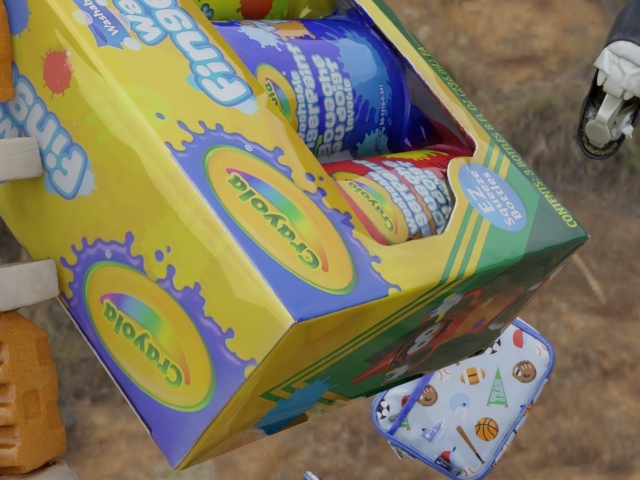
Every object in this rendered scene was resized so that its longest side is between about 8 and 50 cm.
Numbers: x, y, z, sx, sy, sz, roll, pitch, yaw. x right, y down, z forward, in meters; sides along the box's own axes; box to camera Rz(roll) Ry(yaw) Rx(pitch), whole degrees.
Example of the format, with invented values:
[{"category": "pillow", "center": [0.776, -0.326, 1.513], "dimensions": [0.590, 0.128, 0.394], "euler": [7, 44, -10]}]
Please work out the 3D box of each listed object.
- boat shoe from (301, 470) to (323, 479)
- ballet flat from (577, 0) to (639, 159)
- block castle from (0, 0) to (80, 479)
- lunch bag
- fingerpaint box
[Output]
[{"category": "boat shoe", "center": [0.020, 0.363, 1.633], "dimensions": [0.066, 0.066, 0.183], "euler": [-40, 61, 1]}, {"category": "ballet flat", "center": [0.287, -0.146, 1.277], "dimensions": [0.074, 0.203, 0.074], "euler": [3, 57, -5]}, {"category": "block castle", "center": [-0.344, 0.005, 0.854], "dimensions": [0.303, 0.453, 0.213], "euler": [-4, 5, 34]}, {"category": "lunch bag", "center": [0.229, 0.243, 2.244], "dimensions": [0.243, 0.303, 0.115], "euler": [33, 2, 6]}, {"category": "fingerpaint box", "center": [-0.067, -0.092, 1.009], "dimensions": [0.371, 0.163, 0.445], "euler": [-12, 58, -50]}]
